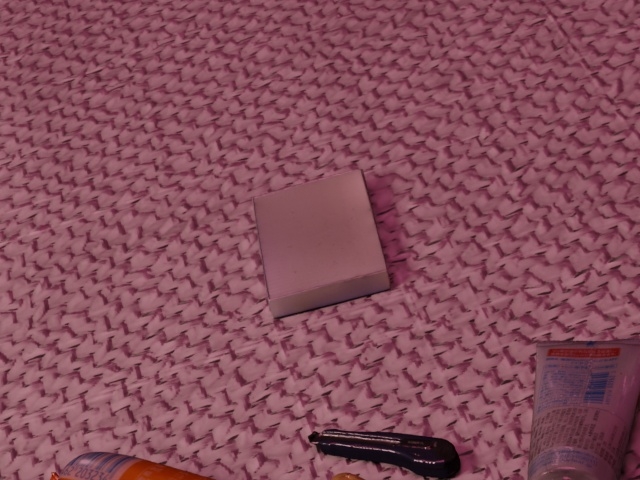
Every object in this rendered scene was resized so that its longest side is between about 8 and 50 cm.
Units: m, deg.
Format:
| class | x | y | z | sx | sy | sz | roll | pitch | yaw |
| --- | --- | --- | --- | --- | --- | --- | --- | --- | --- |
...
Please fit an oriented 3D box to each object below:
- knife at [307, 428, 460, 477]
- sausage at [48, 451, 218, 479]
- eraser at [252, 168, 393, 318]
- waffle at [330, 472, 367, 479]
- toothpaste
| class | x | y | z | sx | sy | sz | roll | pitch | yaw |
| --- | --- | --- | --- | --- | --- | --- | --- | --- | --- |
| knife | 0.046 | 0.154 | 1.331 | 0.121 | 0.018 | 0.031 | 3 | 39 | 26 |
| sausage | -0.103 | 0.198 | 1.288 | 0.234 | 0.071 | 0.071 | 12 | 45 | 31 |
| eraser | 0.000 | 0.000 | 1.538 | 0.104 | 0.023 | 0.150 | -15 | 38 | 3 |
| waffle | 0.024 | 0.333 | 0.987 | 0.261 | 0.114 | 0.376 | 27 | 51 | 15 |
| toothpaste | 0.184 | 0.135 | 1.281 | 0.089 | 0.057 | 0.234 | -1 | 33 | 16 |
